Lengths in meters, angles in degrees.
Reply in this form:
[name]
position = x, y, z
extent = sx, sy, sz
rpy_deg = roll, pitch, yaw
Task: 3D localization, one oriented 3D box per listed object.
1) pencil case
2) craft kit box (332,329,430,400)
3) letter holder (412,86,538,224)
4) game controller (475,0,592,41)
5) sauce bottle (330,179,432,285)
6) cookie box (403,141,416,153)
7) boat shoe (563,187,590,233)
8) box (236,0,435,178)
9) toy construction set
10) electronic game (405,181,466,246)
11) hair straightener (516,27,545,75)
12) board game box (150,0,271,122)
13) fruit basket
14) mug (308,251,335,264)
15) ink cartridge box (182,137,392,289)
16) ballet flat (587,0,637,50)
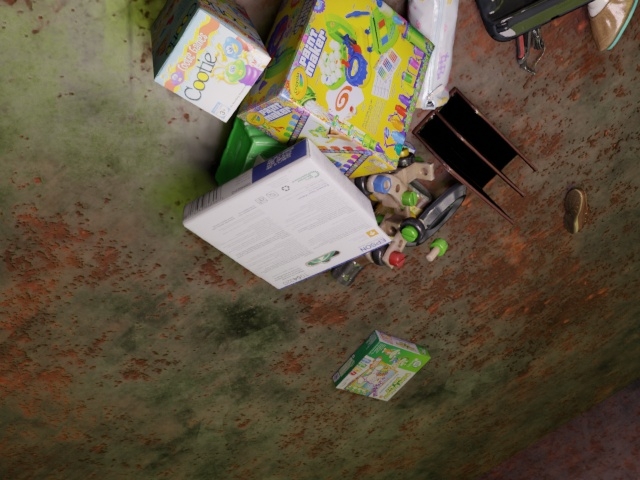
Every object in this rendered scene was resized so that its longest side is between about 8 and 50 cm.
[pencil case]
position = 0.235, -0.425, 1.211
extent = 0.114, 0.124, 0.273
rpy_deg = 7, 128, 11
[craft kit box]
position = 0.210, 0.438, 1.925
extent = 0.247, 0.061, 0.250
rpy_deg = 21, 118, -34
[letter holder]
position = 0.409, -0.198, 1.385
extent = 0.302, 0.214, 0.152
rpy_deg = 31, 113, -34
[game controller]
position = 0.489, -0.555, 1.175
extent = 0.319, 0.067, 0.166
rpy_deg = -23, 97, 13
[sauce bottle]
position = 0.157, -0.016, 1.513
extent = 0.111, 0.111, 0.344
rpy_deg = 23, 115, -32
[cookie box]
position = 0.173, -0.206, 1.415
extent = 0.092, 0.040, 0.107
rpy_deg = 14, 122, -27
[boat shoe]
position = 0.782, -0.096, 1.692
extent = 0.060, 0.064, 0.178
rpy_deg = -25, 137, -5
[box]
position = 0.036, -0.317, 1.096
extent = 0.279, 0.177, 0.290
rpy_deg = 28, 74, -30
[toy construction set]
position = 0.156, -0.085, 1.358
extent = 0.309, 0.237, 0.257
rpy_deg = -19, 109, 49
[electronic game]
position = 0.306, -0.068, 1.494
extent = 0.229, 0.048, 0.229
rpy_deg = -40, 165, -14
[hair straightener]
position = 0.493, -0.493, 1.288
extent = 0.089, 0.047, 0.230
rpy_deg = -24, 125, 0
[board game box]
position = -0.209, -0.360, 1.016
extent = 0.142, 0.275, 0.144
rpy_deg = 27, 115, -33
[fruit basket]
position = -0.044, -0.170, 1.288
extent = 0.353, 0.165, 0.327
rpy_deg = 4, 133, -31
[mug]
position = -0.007, -0.004, 1.476
extent = 0.158, 0.097, 0.129
rpy_deg = -24, 130, 2
[ink cartridge box]
position = -0.064, -0.038, 1.205
extent = 0.324, 0.071, 0.330
rpy_deg = -24, 140, 24
[ballet flat]
position = 0.653, -0.595, 1.211
extent = 0.124, 0.116, 0.342
rpy_deg = 15, 121, -7
